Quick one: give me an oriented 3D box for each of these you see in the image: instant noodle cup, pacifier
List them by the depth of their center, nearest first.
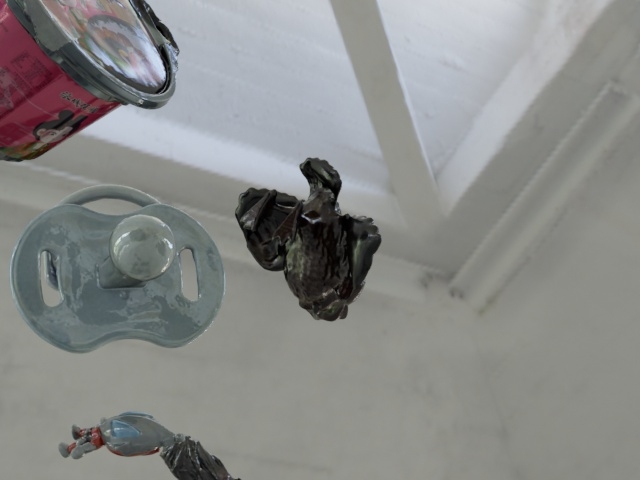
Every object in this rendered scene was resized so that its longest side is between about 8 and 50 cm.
[{"bbox_3d":[-0.296,-0.197,1.129,0.181,0.258,0.302,-33,-32,18],"label":"instant noodle cup"},{"bbox_3d":[-0.244,0.020,1.429,0.287,0.238,0.226,3,-18,-26],"label":"pacifier"}]

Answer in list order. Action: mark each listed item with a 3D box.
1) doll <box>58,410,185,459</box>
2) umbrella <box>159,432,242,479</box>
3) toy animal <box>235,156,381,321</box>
[{"bbox_3d":[-0.169,0.168,0.966,0.114,0.039,0.057,-6,-12,17],"label":"doll"},{"bbox_3d":[-0.150,0.465,1.985,0.326,0.094,0.090,42,-56,-5],"label":"umbrella"},{"bbox_3d":[0.002,0.007,1.292,0.218,0.116,0.179,16,-35,39],"label":"toy animal"}]
